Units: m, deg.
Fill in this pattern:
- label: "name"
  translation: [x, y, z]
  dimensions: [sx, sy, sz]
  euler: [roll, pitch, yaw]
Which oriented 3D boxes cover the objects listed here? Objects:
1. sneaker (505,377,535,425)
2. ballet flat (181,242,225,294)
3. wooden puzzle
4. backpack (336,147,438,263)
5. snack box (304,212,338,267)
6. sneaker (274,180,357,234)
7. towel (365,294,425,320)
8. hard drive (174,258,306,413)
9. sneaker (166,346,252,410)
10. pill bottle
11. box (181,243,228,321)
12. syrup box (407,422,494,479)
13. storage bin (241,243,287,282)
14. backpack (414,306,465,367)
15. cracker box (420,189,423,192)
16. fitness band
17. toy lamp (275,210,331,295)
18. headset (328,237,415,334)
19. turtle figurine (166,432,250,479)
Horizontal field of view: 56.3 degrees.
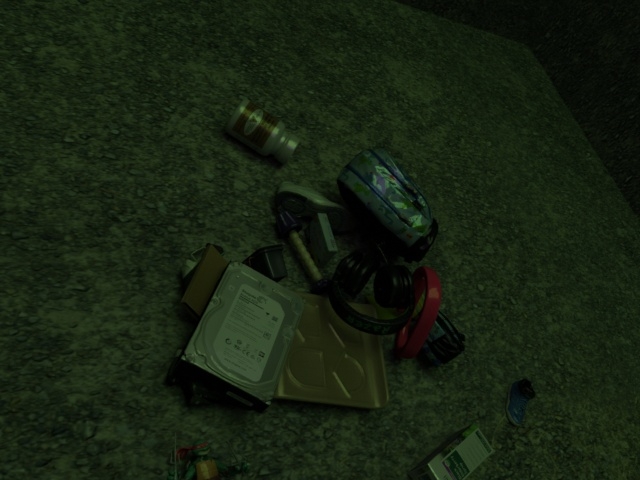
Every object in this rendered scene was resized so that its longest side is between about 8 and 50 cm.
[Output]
- label: "sneaker"
  translation: [0.638, 0.507, 1.893]
  dimensions: [0.058, 0.084, 0.152]
  euler: [32, 45, -9]
- label: "ballet flat"
  translation: [-0.329, 0.069, 1.598]
  dimensions: [0.074, 0.074, 0.203]
  euler: [37, 38, -4]
- label: "wooden puzzle"
  translation: [0.003, 0.302, 1.640]
  dimensions: [0.348, 0.080, 0.322]
  euler: [11, 51, -21]
- label: "backpack"
  translation: [0.212, -0.127, 1.937]
  dimensions: [0.356, 0.273, 0.290]
  euler: [31, 7, -6]
- label: "snack box"
  translation: [0.000, 0.000, 1.850]
  dimensions: [0.037, 0.100, 0.141]
  euler: [3, 55, -32]
- label: "sneaker"
  translation: [-0.009, -0.116, 1.937]
  dimensions: [0.297, 0.111, 0.129]
  euler: [25, 30, -23]
- label: "towel"
  translation: [0.253, 0.212, 1.916]
  dimensions: [0.237, 0.021, 0.102]
  euler: [-2, 53, -34]
- label: "hard drive"
  translation: [-0.184, 0.224, 1.474]
  dimensions: [0.237, 0.064, 0.338]
  euler: [31, 41, -10]
- label: "sneaker"
  translation: [-0.264, 0.357, 1.415]
  dimensions: [0.234, 0.078, 0.106]
  euler: [34, 51, -6]
- label: "pill bottle"
  translation: [-0.188, -0.356, 1.981]
  dimensions: [0.229, 0.131, 0.131]
  euler: [32, 45, -9]
- label: "box"
  translation: [-0.275, 0.134, 1.557]
  dimensions: [0.164, 0.021, 0.201]
  euler: [55, 35, -34]
- label: "syrup box"
  translation: [0.356, 0.602, 1.622]
  dimensions: [0.237, 0.096, 0.093]
  euler: [-19, 69, -43]
- label: "storage bin"
  translation: [-0.155, 0.079, 1.669]
  dimensions: [0.098, 0.135, 0.091]
  euler: [-10, 72, -39]
- label: "backpack"
  translation: [0.350, 0.281, 1.826]
  dimensions: [0.173, 0.117, 0.158]
  euler: [52, 14, 5]
- label: "cracker box"
  translation: [0.267, -0.143, 2.167]
  dimensions: [0.232, 0.067, 0.155]
  euler: [19, 49, -20]
- label: "fitness band"
  translation: [0.279, 0.212, 1.743]
  dimensions: [0.054, 0.290, 0.209]
  euler: [13, 33, -8]
- label: "toy lamp"
  translation: [-0.053, 0.032, 1.808]
  dimensions: [0.080, 0.080, 0.274]
  euler: [-16, 68, -41]
- label: "headset"
  translation: [0.151, 0.135, 1.762]
  dimensions: [0.244, 0.185, 0.394]
  euler: [18, 39, -1]
- label: "turtle figurine"
  translation: [-0.238, 0.514, 1.278]
  dimensions: [0.175, 0.118, 0.234]
  euler: [-10, 78, -22]
